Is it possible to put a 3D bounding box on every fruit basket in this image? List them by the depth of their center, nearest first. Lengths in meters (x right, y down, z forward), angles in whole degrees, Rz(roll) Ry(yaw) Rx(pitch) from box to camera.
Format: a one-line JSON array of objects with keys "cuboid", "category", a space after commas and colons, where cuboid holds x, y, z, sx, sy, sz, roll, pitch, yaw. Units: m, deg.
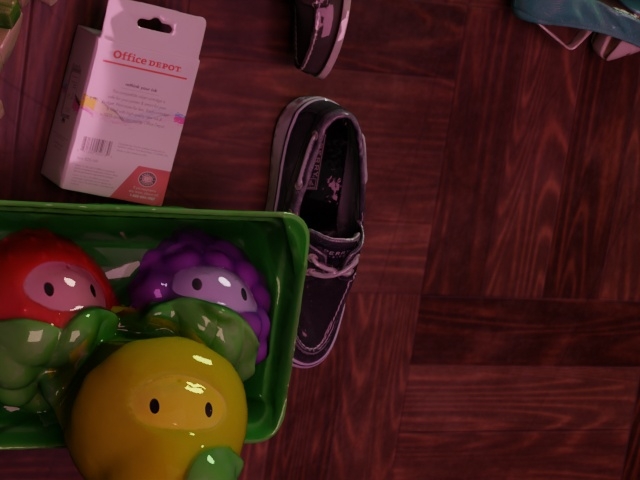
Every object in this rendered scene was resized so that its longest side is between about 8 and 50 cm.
[{"cuboid": [-0.177, 0.108, 1.826, 0.392, 0.392, 0.283, 2, 104, -28], "category": "fruit basket"}]

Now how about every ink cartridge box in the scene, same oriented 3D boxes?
[{"cuboid": [-0.197, -0.144, 1.913, 0.115, 0.067, 0.198, 11, 101, -30], "category": "ink cartridge box"}]

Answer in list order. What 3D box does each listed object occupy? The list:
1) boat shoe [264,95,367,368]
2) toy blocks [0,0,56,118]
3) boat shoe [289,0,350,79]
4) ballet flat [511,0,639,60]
[{"cuboid": [0.000, 0.000, 2.035, 0.108, 0.102, 0.301, 1, 104, -28], "category": "boat shoe"}, {"cuboid": [-0.405, -0.231, 1.725, 0.260, 0.309, 0.289, 26, 78, 2], "category": "toy blocks"}, {"cuboid": [-0.007, -0.283, 1.968, 0.068, 0.081, 0.228, 6, 94, -26], "category": "boat shoe"}, {"cuboid": [0.314, -0.252, 2.150, 0.247, 0.083, 0.087, 14, 122, -30], "category": "ballet flat"}]
